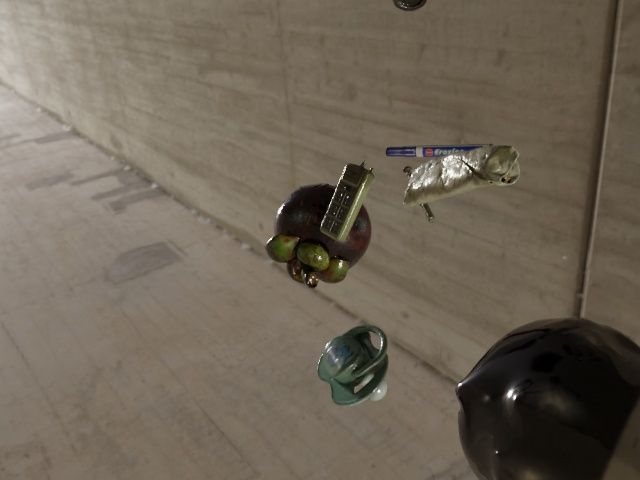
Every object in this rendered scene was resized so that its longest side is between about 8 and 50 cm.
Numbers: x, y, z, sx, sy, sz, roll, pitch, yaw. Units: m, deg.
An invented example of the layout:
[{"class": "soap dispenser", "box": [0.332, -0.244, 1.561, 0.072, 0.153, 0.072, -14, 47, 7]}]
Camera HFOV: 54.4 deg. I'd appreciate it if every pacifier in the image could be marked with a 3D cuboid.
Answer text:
[{"class": "pacifier", "box": [0.066, 0.198, 0.951, 0.127, 0.116, 0.150, -48, -152, -5]}]

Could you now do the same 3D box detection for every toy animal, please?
[{"class": "toy animal", "box": [0.303, 0.213, 0.581, 0.250, 0.251, 0.310, -18, -165, -27]}]

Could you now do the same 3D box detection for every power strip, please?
[{"class": "power strip", "box": [0.054, -0.083, 1.252, 0.028, 0.169, 0.076, 19, -173, -38]}]

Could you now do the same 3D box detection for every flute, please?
[{"class": "flute", "box": [0.278, -0.131, 1.752, 0.027, 0.027, 0.233, -8, -136, -8]}]

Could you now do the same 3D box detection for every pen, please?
[{"class": "pen", "box": [0.222, -0.169, 1.178, 0.204, 0.025, 0.025, 3, -154, 25]}]

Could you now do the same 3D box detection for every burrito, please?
[{"class": "burrito", "box": [0.215, -0.101, 1.002, 0.059, 0.082, 0.275, 20, 171, -21]}]

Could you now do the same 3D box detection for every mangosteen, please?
[{"class": "mangosteen", "box": [0.003, -0.019, 1.803, 0.311, 0.311, 0.311, -4, -155, 2]}]

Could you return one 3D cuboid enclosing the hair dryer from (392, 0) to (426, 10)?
[{"class": "hair dryer", "box": [0.173, -0.698, 1.511, 0.090, 0.135, 0.278, -12, 154, 34]}]
